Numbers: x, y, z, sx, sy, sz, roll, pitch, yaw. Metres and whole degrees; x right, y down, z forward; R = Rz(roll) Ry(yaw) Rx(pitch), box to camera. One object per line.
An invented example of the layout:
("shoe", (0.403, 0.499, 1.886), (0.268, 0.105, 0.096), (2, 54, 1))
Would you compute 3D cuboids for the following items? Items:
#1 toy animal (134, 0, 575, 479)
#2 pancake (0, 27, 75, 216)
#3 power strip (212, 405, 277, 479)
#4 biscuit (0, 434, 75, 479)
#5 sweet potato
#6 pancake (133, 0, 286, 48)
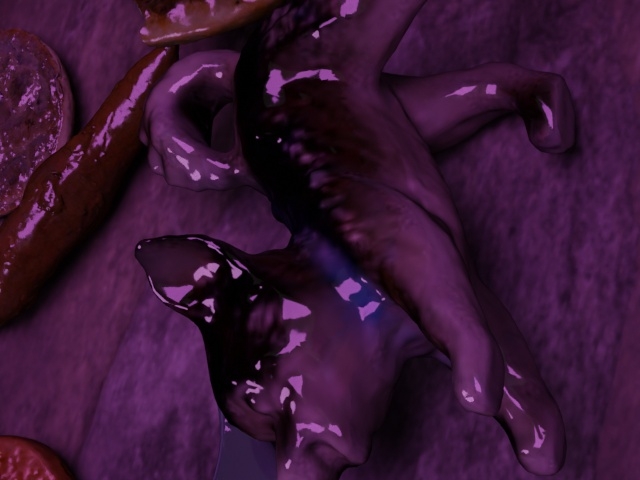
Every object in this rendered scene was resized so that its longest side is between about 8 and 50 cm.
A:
("toy animal", (0.000, 0.000, 1.107), (0.303, 0.194, 0.344), (-8, 61, 27))
("pancake", (-0.252, -0.091, 1.345), (0.158, 0.028, 0.158), (-8, 72, 26))
("power strip", (-0.091, 0.215, 1.135), (0.253, 0.054, 0.167), (-35, 69, -7))
("biscuit", (-0.242, 0.241, 1.225), (0.202, 0.047, 0.334), (-43, 64, 2))
("sweet potato", (-0.180, -0.041, 1.274), (0.067, 0.067, 0.274), (38, 96, 29))
("pancake", (0.002, -0.307, 1.248), (0.305, 0.067, 0.426), (15, 71, 39))
